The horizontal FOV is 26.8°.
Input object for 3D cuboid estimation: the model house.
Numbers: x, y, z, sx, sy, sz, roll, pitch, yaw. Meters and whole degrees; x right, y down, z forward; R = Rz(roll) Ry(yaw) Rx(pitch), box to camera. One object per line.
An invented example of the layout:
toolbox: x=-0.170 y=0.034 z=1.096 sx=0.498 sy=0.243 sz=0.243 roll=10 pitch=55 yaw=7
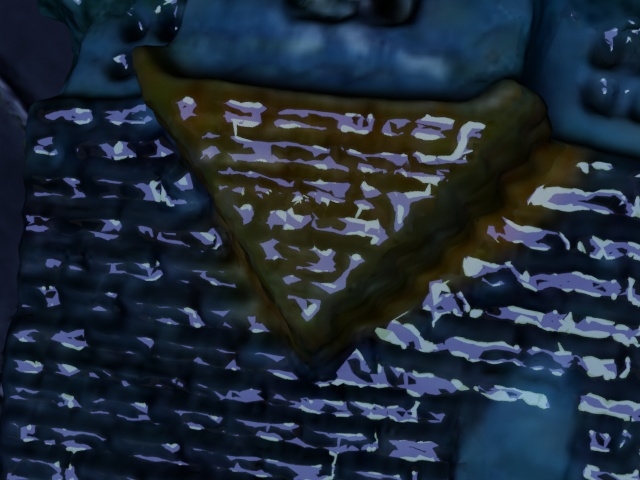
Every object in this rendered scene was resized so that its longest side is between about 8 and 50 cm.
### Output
model house: x=0.000 y=0.000 z=0.447 sx=0.261 sy=0.241 sz=0.226 roll=6 pitch=148 yaw=16
